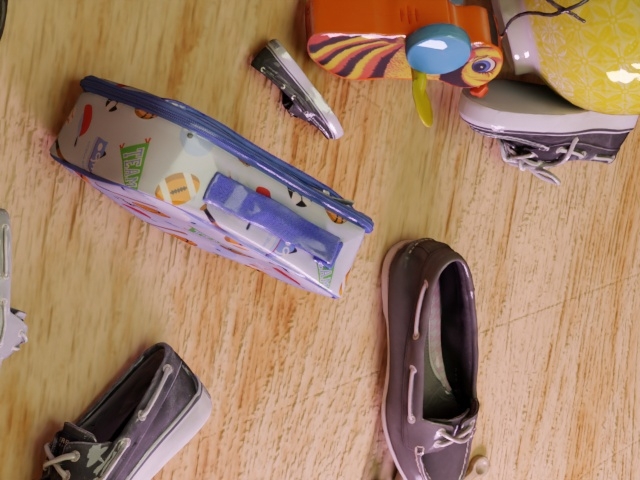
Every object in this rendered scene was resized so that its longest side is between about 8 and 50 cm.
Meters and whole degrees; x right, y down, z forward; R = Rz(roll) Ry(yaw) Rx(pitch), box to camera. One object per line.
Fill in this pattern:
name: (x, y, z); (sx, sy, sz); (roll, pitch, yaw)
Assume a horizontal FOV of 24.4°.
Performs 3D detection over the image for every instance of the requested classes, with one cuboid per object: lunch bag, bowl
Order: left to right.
lunch bag: (-0.097, -0.049, 1.454); (0.303, 0.243, 0.115); (28, 85, -38)
bowl: (0.284, -0.266, 1.713); (0.156, 0.289, 0.289); (-16, 116, 4)

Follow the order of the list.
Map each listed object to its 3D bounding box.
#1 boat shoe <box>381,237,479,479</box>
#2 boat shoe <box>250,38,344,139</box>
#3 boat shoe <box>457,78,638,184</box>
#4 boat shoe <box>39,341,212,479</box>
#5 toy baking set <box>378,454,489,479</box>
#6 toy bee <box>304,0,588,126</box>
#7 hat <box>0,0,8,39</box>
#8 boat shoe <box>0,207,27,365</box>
boat shoe: (0.139, 0.163, 1.768); (0.112, 0.095, 0.335); (-16, 106, -34)
boat shoe: (-0.026, -0.157, 1.611); (0.040, 0.049, 0.142); (-39, 122, -1)
boat shoe: (0.270, -0.131, 1.803); (0.306, 0.113, 0.105); (-7, 123, -49)
boat shoe: (-0.236, 0.229, 1.508); (0.301, 0.108, 0.102); (-46, 125, -22)
toy baking set: (0.149, 0.367, 1.884); (0.196, 0.030, 0.256); (-14, 110, -34)
toy bee: (0.135, -0.204, 1.622); (0.162, 0.298, 0.195); (79, 27, -60)
hat: (-0.396, -0.213, 1.257); (0.331, 0.134, 0.331); (-10, 106, -35)
boat shoe: (-0.319, 0.078, 1.423); (0.081, 0.079, 0.227); (-8, 103, -31)
